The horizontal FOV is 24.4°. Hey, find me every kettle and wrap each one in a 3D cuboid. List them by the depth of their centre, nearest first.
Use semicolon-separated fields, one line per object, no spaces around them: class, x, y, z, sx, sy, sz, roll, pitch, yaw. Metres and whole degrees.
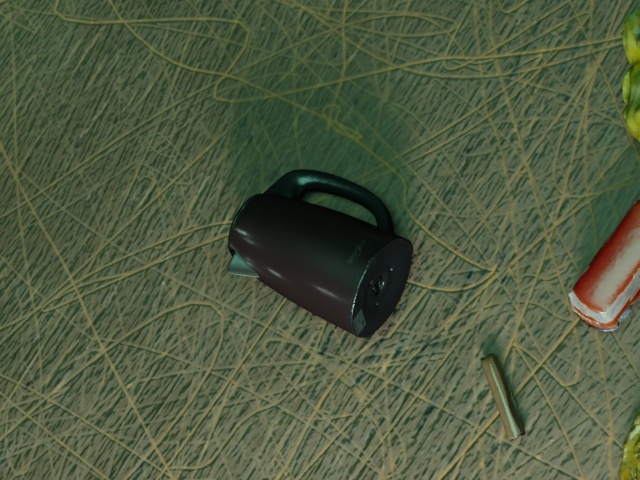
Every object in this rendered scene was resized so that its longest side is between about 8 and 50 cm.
kettle;0.000;0.000;1.993;0.232;0.144;0.202;25;69;25

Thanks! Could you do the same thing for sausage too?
sausage;0.235;0.202;1.922;0.026;0.026;0.116;-24;72;14

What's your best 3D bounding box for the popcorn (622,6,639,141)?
popcorn;0.478;-0.218;1.854;0.200;0.226;0.203;7;37;-11

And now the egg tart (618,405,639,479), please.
egg tart;0.491;0.273;1.771;0.288;0.118;0.288;-5;75;17

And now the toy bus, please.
toy bus;0.383;0.031;1.874;0.079;0.077;0.174;38;93;23
